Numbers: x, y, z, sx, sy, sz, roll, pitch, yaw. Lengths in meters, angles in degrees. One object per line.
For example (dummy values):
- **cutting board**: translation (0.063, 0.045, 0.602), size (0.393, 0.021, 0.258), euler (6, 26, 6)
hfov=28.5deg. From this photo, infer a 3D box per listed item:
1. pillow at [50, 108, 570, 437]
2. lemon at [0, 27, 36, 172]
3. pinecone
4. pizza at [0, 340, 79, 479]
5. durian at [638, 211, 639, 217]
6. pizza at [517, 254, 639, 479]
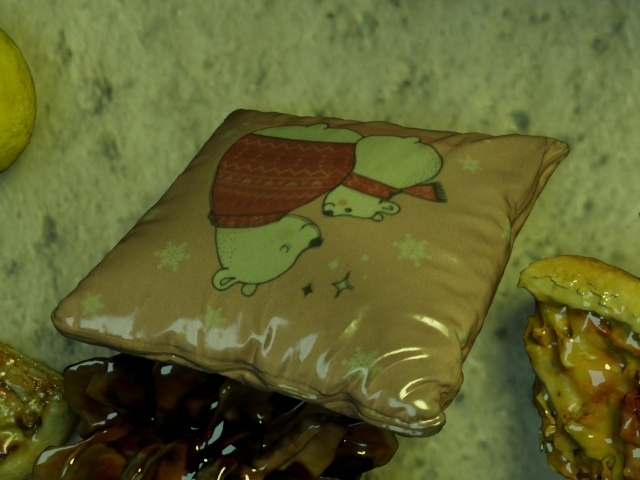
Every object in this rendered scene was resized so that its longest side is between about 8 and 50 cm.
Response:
- **pillow**: translation (0.000, 0.000, 0.715), size (0.236, 0.223, 0.084), euler (11, 135, 21)
- **lemon**: translation (-0.250, -0.094, 0.869), size (0.109, 0.109, 0.133), euler (-10, 80, 28)
- **pinecone**: translation (-0.061, 0.152, 0.770), size (0.229, 0.202, 0.201), euler (-53, 43, 25)
- **pizza**: translation (-0.262, 0.127, 0.951), size (0.175, 0.046, 0.134), euler (-38, 82, 27)
- **durian**: translation (0.262, 0.044, 0.642), size (0.215, 0.100, 0.086), euler (35, 112, 26)
- **pizza**: translation (0.202, 0.138, 0.680), size (0.305, 0.085, 0.161), euler (51, 136, 9)
